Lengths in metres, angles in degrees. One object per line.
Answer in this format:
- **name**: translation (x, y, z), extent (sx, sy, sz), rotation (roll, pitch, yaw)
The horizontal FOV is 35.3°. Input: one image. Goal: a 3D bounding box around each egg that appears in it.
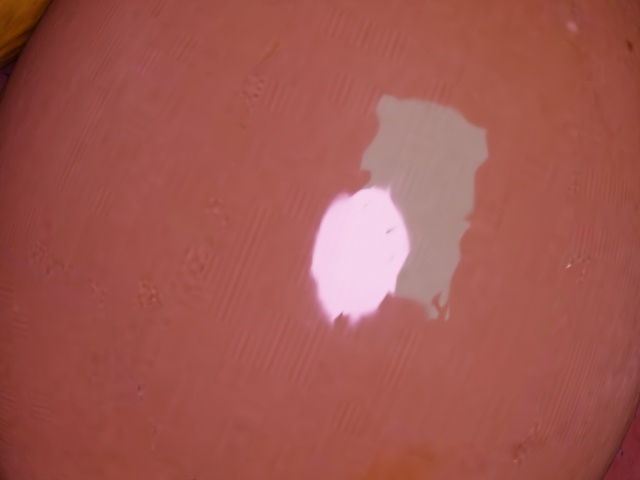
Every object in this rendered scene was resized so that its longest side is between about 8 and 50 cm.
- **egg**: translation (0.000, 0.000, 0.451), extent (0.301, 0.301, 0.374), rotation (13, 95, -24)

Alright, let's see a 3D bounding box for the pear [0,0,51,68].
- **pear**: translation (-0.171, -0.157, 0.454), extent (0.178, 0.267, 0.267), rotation (-4, 90, -54)
